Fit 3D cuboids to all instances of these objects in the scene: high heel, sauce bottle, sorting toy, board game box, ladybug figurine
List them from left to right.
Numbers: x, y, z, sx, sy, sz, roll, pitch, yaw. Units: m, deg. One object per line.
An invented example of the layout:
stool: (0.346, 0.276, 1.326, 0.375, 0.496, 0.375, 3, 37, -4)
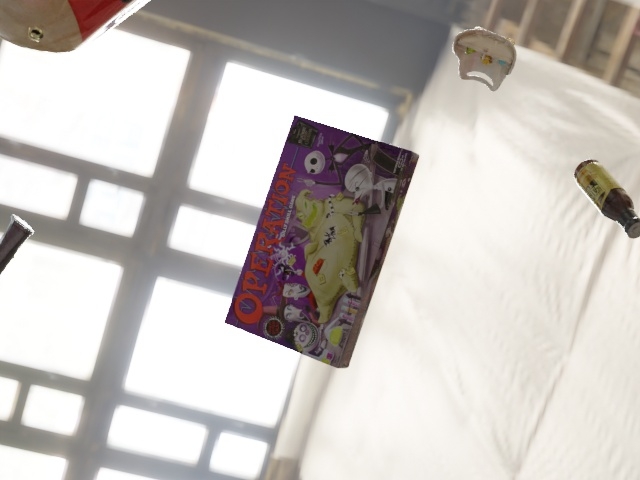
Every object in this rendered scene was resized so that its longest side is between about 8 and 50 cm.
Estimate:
high heel: (-0.581, -0.011, 1.752, 0.186, 0.261, 0.093, -52, -161, 4)
ladybug figurine: (-0.325, -0.443, 1.866, 0.449, 0.162, 0.305, -41, -172, -13)
board game box: (0.000, 0.000, 1.829, 0.056, 0.208, 0.346, 14, 95, -64)
sorting toy: (0.212, -0.230, 1.543, 0.045, 0.083, 0.075, -55, 164, -42)
sauce bottle: (0.353, -0.050, 1.447, 0.128, 0.042, 0.042, -118, -139, -50)
